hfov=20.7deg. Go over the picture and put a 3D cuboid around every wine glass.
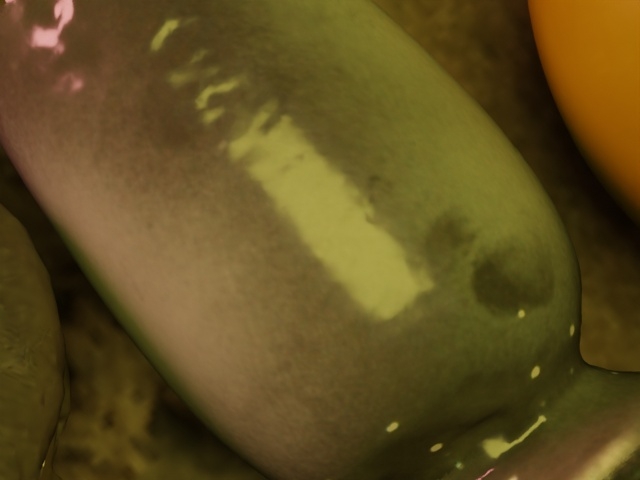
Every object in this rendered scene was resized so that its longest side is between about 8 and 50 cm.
[{"bbox_3d":[0.000,0.000,0.463,0.111,0.111,0.204,-40,88,-14],"label":"wine glass"}]

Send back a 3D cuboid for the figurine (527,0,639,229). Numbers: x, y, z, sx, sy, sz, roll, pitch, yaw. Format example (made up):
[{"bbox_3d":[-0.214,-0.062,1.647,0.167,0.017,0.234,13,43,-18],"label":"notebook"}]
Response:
[{"bbox_3d":[0.179,-0.134,0.491,0.215,0.187,0.344,25,68,-14],"label":"figurine"}]

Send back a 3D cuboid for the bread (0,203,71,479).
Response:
[{"bbox_3d":[-0.177,0.036,0.441,0.337,0.102,0.183,36,72,4],"label":"bread"}]
